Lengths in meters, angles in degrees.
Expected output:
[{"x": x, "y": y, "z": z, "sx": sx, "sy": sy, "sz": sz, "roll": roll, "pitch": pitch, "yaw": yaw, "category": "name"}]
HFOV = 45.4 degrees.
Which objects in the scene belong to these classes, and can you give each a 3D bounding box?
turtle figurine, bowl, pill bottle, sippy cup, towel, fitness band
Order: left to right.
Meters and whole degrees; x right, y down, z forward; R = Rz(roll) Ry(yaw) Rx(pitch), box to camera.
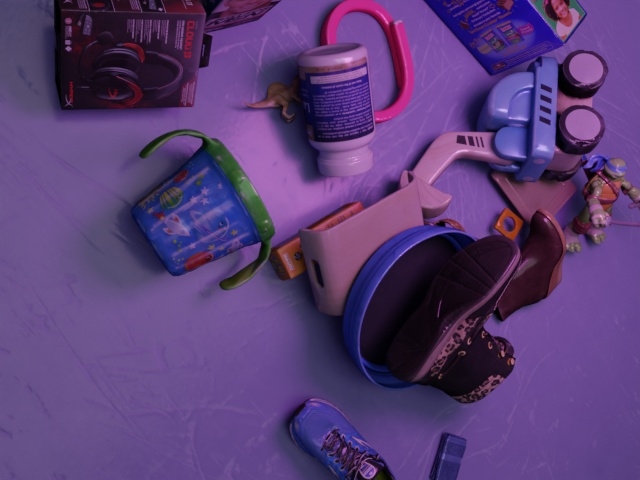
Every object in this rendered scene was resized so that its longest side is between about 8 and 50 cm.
[{"x": -0.244, "y": -0.050, "z": 1.530, "sx": 0.224, "sy": 0.240, "sz": 0.305, "roll": -32, "pitch": 79, "yaw": -11, "category": "sippy cup"}, {"x": 0.040, "y": -0.281, "z": 1.657, "sx": 0.153, "sy": 0.153, "sz": 0.265, "roll": -19, "pitch": 115, "yaw": -23, "category": "pill bottle"}, {"x": 0.110, "y": -0.415, "z": 1.771, "sx": 0.209, "sy": 0.054, "sz": 0.291, "roll": -15, "pitch": 94, "yaw": -23, "category": "fitness band"}, {"x": 0.213, "y": 0.145, "z": 1.708, "sx": 0.391, "sy": 0.077, "sz": 0.391, "roll": -19, "pitch": 123, "yaw": -31, "category": "bowl"}, {"x": 0.310, "y": 0.529, "z": 1.850, "sx": 0.067, "sy": 0.029, "sz": 0.119, "roll": 22, "pitch": 80, "yaw": -21, "category": "towel"}, {"x": 0.730, "y": -0.058, "z": 1.899, "sx": 0.274, "sy": 0.266, "sz": 0.198, "roll": 30, "pitch": 54, "yaw": 11, "category": "turtle figurine"}]

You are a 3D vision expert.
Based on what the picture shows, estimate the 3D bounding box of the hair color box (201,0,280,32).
[{"x": -0.154, "y": -0.509, "z": 1.498, "sx": 0.174, "sy": 0.347, "sz": 0.105, "roll": -21, "pitch": 97, "yaw": -22, "category": "hair color box"}]

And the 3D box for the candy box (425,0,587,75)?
[{"x": 0.410, "y": -0.568, "z": 1.787, "sx": 0.317, "sy": 0.268, "sz": 0.122, "roll": 43, "pitch": 70, "yaw": -17, "category": "candy box"}]

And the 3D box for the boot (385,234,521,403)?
[{"x": 0.342, "y": 0.189, "z": 1.686, "sx": 0.377, "sy": 0.138, "sz": 0.284, "roll": -53, "pitch": 133, "yaw": 1, "category": "boot"}]

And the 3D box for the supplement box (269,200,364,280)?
[{"x": 0.000, "y": 0.000, "z": 1.701, "sx": 0.233, "sy": 0.080, "sz": 0.078, "roll": -32, "pitch": 99, "yaw": -19, "category": "supplement box"}]

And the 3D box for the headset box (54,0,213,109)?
[{"x": -0.355, "y": -0.371, "z": 1.475, "sx": 0.293, "sy": 0.218, "sz": 0.110, "roll": -5, "pitch": 47, "yaw": -24, "category": "headset box"}]

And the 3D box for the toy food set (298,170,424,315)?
[{"x": 0.103, "y": 0.003, "z": 1.668, "sx": 0.306, "sy": 0.092, "sz": 0.220, "roll": -30, "pitch": 126, "yaw": -25, "category": "toy food set"}]

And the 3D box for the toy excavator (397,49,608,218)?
[{"x": 0.423, "y": -0.243, "z": 1.830, "sx": 0.445, "sy": 0.222, "sz": 0.433, "roll": 7, "pitch": 73, "yaw": 4, "category": "toy excavator"}]

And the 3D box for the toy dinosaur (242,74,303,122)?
[{"x": -0.088, "y": -0.306, "z": 1.693, "sx": 0.183, "sy": 0.053, "sz": 0.092, "roll": -35, "pitch": 87, "yaw": -28, "category": "toy dinosaur"}]

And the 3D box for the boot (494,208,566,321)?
[{"x": 0.502, "y": 0.065, "z": 1.881, "sx": 0.207, "sy": 0.090, "sz": 0.248, "roll": -29, "pitch": 123, "yaw": -17, "category": "boot"}]

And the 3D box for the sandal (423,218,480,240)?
[{"x": 0.316, "y": -0.020, "z": 1.834, "sx": 0.219, "sy": 0.090, "sz": 0.060, "roll": 14, "pitch": 74, "yaw": -22, "category": "sandal"}]

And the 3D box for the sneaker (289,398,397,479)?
[{"x": 0.070, "y": 0.472, "z": 1.683, "sx": 0.330, "sy": 0.147, "sz": 0.130, "roll": 45, "pitch": 73, "yaw": -15, "category": "sneaker"}]

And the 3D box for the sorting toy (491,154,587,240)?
[{"x": 0.540, "y": -0.147, "z": 1.957, "sx": 0.347, "sy": 0.047, "sz": 0.196, "roll": -45, "pitch": 101, "yaw": -18, "category": "sorting toy"}]
